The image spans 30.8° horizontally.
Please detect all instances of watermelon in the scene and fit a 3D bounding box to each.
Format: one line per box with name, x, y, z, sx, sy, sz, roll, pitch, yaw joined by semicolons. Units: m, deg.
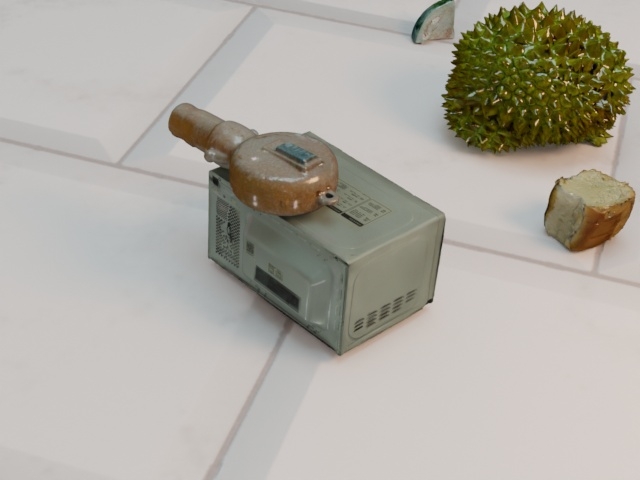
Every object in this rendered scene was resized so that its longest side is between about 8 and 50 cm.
watermelon;0.172;-0.315;1.727;0.061;0.085;0.085;36;37;-7

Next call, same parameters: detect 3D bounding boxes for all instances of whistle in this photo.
whistle;-0.066;-0.085;1.150;0.220;0.057;0.107;29;42;34

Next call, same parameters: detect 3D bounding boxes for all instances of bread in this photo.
bread;0.305;-0.032;1.315;0.083;0.070;0.076;-22;43;-30

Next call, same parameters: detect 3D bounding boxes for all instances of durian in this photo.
durian;0.280;-0.204;1.475;0.236;0.176;0.200;5;54;-19

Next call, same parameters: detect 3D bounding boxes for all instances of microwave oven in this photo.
microwave oven;0.000;0.000;1.191;0.162;0.122;0.208;-26;45;-35
